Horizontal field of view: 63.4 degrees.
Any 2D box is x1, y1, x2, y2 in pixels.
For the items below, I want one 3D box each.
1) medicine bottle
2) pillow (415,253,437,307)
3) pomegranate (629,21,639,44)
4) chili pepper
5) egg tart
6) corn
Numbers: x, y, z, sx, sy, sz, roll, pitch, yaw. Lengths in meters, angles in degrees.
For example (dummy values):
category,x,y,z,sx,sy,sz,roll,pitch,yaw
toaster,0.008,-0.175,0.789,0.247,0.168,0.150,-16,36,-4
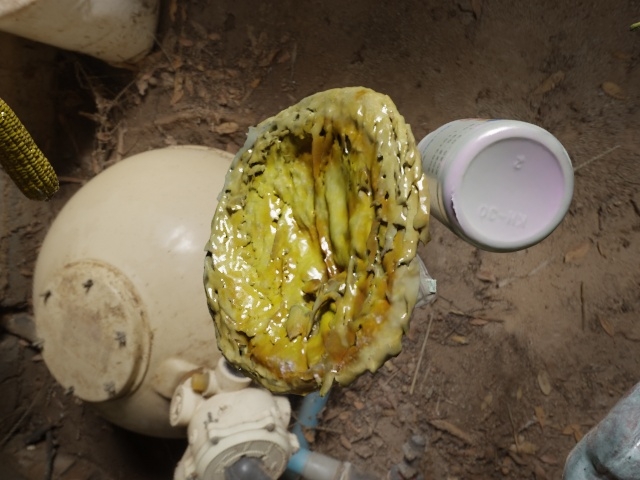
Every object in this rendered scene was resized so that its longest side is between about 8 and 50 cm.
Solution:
category,x,y,z,sx,sy,sz,roll,pitch,yaw
medicine bottle,0.228,-0.095,0.767,0.170,0.293,0.170,0,105,-2
pillow,0.146,0.121,1.167,0.232,0.038,0.131,-29,82,-6
pomegranate,0.525,-0.321,0.662,0.156,0.156,0.220,36,141,13
chili pepper,0.204,0.131,0.332,0.050,0.041,0.153,31,115,7
egg tart,0.000,0.000,0.415,0.232,0.098,0.252,-37,53,31
corn,-0.587,-0.173,1.000,0.080,0.080,0.238,7,135,21
